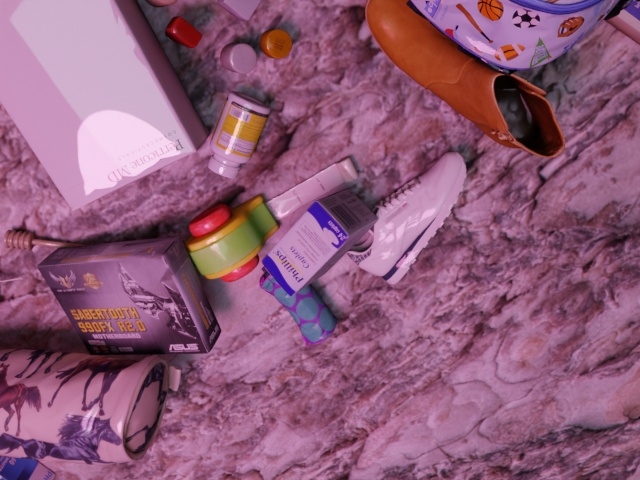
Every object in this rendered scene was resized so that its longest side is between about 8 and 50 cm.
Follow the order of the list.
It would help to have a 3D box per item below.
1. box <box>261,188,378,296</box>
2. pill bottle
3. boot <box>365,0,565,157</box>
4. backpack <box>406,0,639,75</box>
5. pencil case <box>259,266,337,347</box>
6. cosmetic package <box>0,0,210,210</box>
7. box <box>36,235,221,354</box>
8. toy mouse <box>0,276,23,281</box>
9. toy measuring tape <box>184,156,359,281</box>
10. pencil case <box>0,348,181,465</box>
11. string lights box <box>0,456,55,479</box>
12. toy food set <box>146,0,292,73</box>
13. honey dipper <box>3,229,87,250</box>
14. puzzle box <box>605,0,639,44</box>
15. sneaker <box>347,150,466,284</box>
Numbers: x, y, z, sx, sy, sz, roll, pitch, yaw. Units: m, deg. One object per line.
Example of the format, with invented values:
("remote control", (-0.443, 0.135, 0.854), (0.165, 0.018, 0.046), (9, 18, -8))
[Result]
("box", (0.000, 0.000, 0.843), (0.072, 0.126, 0.137), (47, 116, 8))
("pill bottle", (-0.124, -0.153, 0.835), (0.065, 0.065, 0.116), (23, 108, -10))
("boot", (0.190, -0.229, 0.743), (0.295, 0.211, 0.104), (38, 104, -14))
("backpack", (0.234, -0.330, 0.631), (0.277, 0.213, 0.263), (36, 74, 14))
("pencil case", (-0.037, 0.100, 0.933), (0.070, 0.064, 0.151), (-39, 107, -5))
("cosmetic package", (-0.322, -0.250, 0.744), (0.197, 0.155, 0.365), (-26, 108, 5))
("box", (-0.289, 0.091, 0.870), (0.231, 0.056, 0.182), (-5, 122, 20))
("toy mouse", (-0.577, 0.093, 0.896), (0.161, 0.031, 0.143), (25, 75, -7))
("toy measuring tape", (-0.091, -0.024, 0.859), (0.330, 0.121, 0.121), (-27, 109, 7))
("pencil case", (-0.436, 0.238, 0.871), (0.411, 0.183, 0.159), (3, 120, 5))
("string lights box", (-0.629, 0.403, 1.012), (0.133, 0.076, 0.259), (-40, 107, 10))
("toy food set", (-0.158, -0.312, 0.777), (0.232, 0.104, 0.111), (30, 93, -31))
("honey dipper", (-0.413, 0.008, 0.903), (0.161, 0.030, 0.030), (8, 110, -9))
("puzzle box", (0.505, -0.480, 0.748), (0.272, 0.052, 0.408), (28, 107, -12))
("sneaker", (0.135, -0.044, 0.880), (0.095, 0.090, 0.235), (32, 105, -3))
